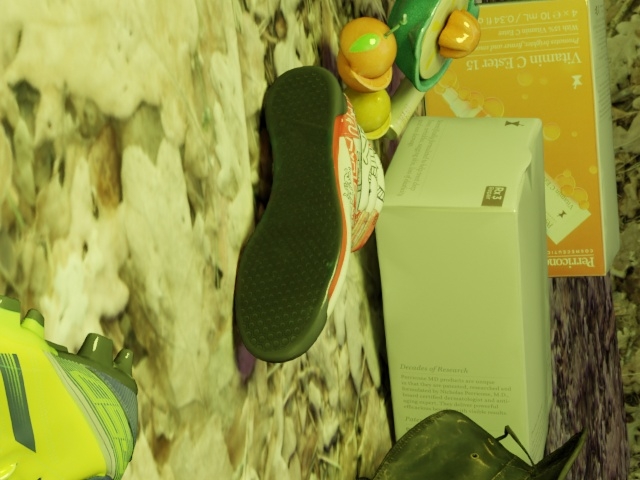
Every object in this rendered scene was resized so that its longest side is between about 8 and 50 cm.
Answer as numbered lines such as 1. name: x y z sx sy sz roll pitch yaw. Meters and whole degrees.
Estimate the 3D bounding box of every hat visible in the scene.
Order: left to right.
1. hat: 0.113 0.248 1.381 0.134 0.331 0.331 49 18 5

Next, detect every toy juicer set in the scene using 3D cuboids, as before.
1. toy juicer set: 0.104 -0.184 1.449 0.209 0.089 0.329 -64 163 -4

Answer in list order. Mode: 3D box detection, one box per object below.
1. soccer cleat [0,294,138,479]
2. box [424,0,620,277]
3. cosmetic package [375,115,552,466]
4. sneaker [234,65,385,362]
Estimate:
1. soccer cleat: -0.167 0.090 0.667 0.289 0.093 0.121 34 62 -67
2. box: 0.258 -0.134 1.816 0.168 0.215 0.345 -33 118 -69
3. cosmetic package: 0.165 0.077 1.558 0.217 0.156 0.385 -62 149 -58
4. sneaker: 0.001 -0.001 1.202 0.145 0.090 0.270 55 34 -55
